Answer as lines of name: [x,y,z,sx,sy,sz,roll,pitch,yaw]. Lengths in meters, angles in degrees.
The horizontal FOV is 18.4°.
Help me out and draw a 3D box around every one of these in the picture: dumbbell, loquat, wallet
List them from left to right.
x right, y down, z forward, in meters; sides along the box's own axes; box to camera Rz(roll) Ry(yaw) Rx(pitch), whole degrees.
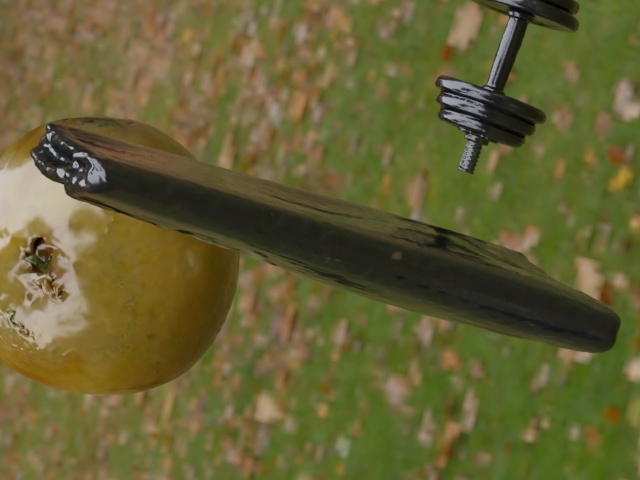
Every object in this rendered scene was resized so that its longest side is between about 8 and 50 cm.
loquat: [-0.202,0.017,1.806,0.263,0.263,0.263,-166,90,-73]
wallet: [0.000,0.000,1.117,0.170,0.321,0.044,-143,70,-69]
dumbbell: [0.154,-0.155,1.629,0.099,0.099,0.209,-150,79,-73]
